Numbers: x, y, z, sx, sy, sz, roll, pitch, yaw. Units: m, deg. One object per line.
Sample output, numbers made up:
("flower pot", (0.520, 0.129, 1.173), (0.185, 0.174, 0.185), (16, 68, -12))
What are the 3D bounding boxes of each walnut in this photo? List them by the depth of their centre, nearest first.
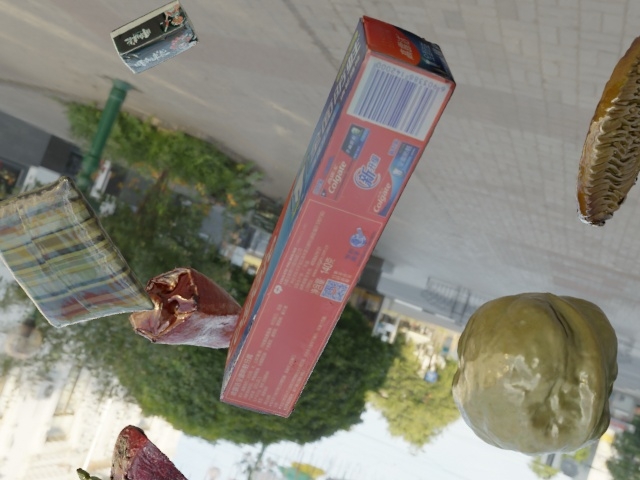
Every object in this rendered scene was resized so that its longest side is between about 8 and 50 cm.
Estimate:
("walnut", (0.370, 0.225, 1.178), (0.282, 0.277, 0.253), (9, -176, -7))

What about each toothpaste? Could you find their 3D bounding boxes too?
("toothpaste", (0.000, -0.001, 0.522), (0.066, 0.320, 0.076), (18, -149, -11))

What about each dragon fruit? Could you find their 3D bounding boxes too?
("dragon fruit", (-0.256, 0.353, 1.002), (0.102, 0.096, 0.147), (-7, 126, 53))

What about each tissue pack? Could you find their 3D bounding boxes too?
("tissue pack", (-0.365, -0.450, 1.526), (0.170, 0.090, 0.103), (-24, 167, 2))

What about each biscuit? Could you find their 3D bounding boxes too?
("biscuit", (0.486, -0.172, 1.085), (0.040, 0.318, 0.318), (23, 178, 32))

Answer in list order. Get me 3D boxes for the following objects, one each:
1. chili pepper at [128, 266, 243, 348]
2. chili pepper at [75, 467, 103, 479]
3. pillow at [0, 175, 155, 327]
("chili pepper", (-0.212, 0.137, 1.271), (0.136, 0.144, 0.252), (19, 174, 36))
("chili pepper", (-0.304, 0.400, 1.029), (0.049, 0.043, 0.208), (11, -178, -45))
("pillow", (-0.351, 0.025, 0.927), (0.208, 0.052, 0.212), (-12, 116, 32))
